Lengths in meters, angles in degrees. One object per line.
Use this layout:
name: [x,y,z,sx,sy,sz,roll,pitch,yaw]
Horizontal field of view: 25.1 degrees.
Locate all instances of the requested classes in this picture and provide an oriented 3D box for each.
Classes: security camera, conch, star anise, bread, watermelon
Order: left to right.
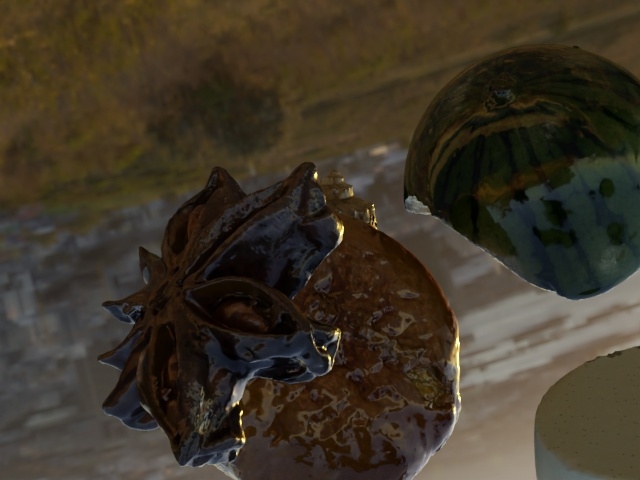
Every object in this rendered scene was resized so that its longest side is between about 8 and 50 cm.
star anise: [-0.060,0.048,0.999,0.214,0.220,0.099,23,164,48]
bread: [-0.003,0.130,1.469,0.312,0.312,0.172,-12,167,-20]
conch: [0.000,0.000,2.026,0.155,0.207,0.130,7,177,-4]
watermelon: [0.251,-0.110,1.606,0.331,0.330,0.189,-16,146,4]
security camera: [0.254,0.213,1.015,0.195,0.236,0.194,-11,-155,5]
